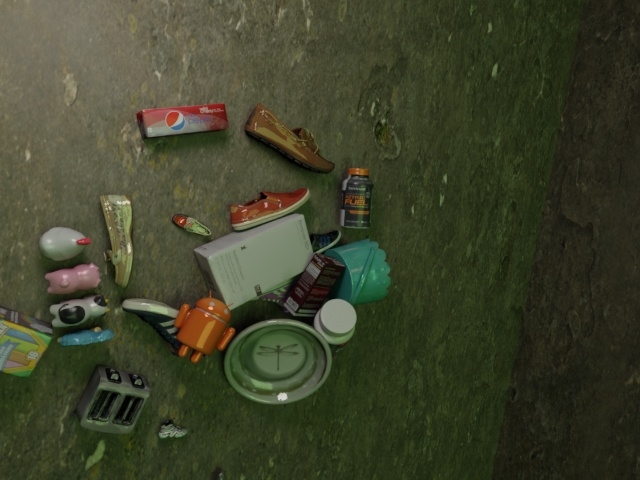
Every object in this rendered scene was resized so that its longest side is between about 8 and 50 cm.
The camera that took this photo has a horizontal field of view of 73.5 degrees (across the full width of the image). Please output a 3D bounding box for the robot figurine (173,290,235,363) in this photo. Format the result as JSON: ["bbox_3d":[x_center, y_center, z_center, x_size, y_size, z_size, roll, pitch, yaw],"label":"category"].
[{"bbox_3d":[-0.369,0.274,1.356,0.219,0.158,0.128,-62,155,-18],"label":"robot figurine"}]

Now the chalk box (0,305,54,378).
[{"bbox_3d":[-0.860,0.260,1.147,0.213,0.132,0.132,33,78,-33],"label":"chalk box"}]

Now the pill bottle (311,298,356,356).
[{"bbox_3d":[0.044,0.351,1.687,0.162,0.283,0.161,5,58,-8],"label":"pill bottle"}]

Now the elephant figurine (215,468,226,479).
[{"bbox_3d":[-0.438,1.002,1.568,0.170,0.186,0.239,-8,92,10],"label":"elephant figurine"}]

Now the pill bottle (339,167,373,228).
[{"bbox_3d":[0.151,-0.177,1.784,0.131,0.131,0.245,-1,98,-35],"label":"pill bottle"}]

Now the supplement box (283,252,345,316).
[{"bbox_3d":[-0.022,0.170,1.610,0.130,0.073,0.239,17,109,-53],"label":"supplement box"}]

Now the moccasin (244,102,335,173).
[{"bbox_3d":[-0.095,-0.368,1.589,0.380,0.139,0.146,28,90,-25],"label":"moccasin"}]

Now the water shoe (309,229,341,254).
[{"bbox_3d":[0.000,0.000,1.742,0.203,0.073,0.080,-37,114,-25],"label":"water shoe"}]

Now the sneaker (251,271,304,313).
[{"bbox_3d":[-0.166,0.221,1.646,0.282,0.102,0.160,-13,108,-33],"label":"sneaker"}]

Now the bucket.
[{"bbox_3d":[0.134,0.139,1.747,0.183,0.281,0.280,-11,104,-29],"label":"bucket"}]

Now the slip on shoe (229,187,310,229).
[{"bbox_3d":[-0.180,-0.137,1.572,0.332,0.123,0.101,-23,106,-25],"label":"slip on shoe"}]

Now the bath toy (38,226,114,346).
[{"bbox_3d":[-0.696,0.129,1.240,0.129,0.151,0.347,-6,100,5],"label":"bath toy"}]

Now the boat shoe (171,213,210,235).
[{"bbox_3d":[-0.435,-0.051,1.448,0.137,0.043,0.049,29,82,-33],"label":"boat shoe"}]

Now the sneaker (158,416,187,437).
[{"bbox_3d":[-0.514,0.654,1.508,0.098,0.038,0.069,9,93,-36],"label":"sneaker"}]

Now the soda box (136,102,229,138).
[{"bbox_3d":[-0.434,-0.381,1.365,0.264,0.092,0.083,-17,106,-32],"label":"soda box"}]

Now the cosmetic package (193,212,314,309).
[{"bbox_3d":[-0.225,0.060,1.542,0.385,0.156,0.217,-28,114,-28],"label":"cosmetic package"}]

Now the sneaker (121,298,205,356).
[{"bbox_3d":[-0.492,0.296,1.409,0.350,0.131,0.148,28,77,-35],"label":"sneaker"}]

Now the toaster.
[{"bbox_3d":[-0.653,0.504,1.343,0.168,0.110,0.185,30,80,-34],"label":"toaster"}]

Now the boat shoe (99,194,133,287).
[{"bbox_3d":[-0.620,0.003,1.300,0.090,0.105,0.284,-1,88,-30],"label":"boat shoe"}]

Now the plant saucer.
[{"bbox_3d":[-0.159,0.443,1.627,0.401,0.100,0.399,-2,115,-5],"label":"plant saucer"}]
